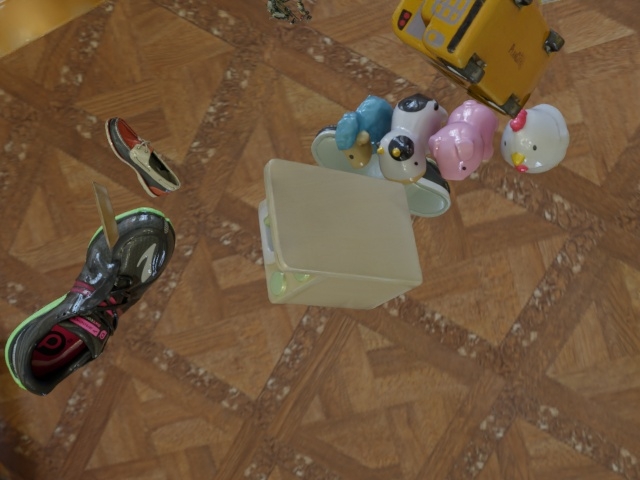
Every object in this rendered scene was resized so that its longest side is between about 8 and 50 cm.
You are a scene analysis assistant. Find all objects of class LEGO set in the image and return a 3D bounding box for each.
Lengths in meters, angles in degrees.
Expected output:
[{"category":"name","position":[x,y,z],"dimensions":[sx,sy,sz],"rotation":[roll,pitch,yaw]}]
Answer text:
[{"category":"LEGO set","position":[-0.045,-0.284,1.054],"dimensions":[0.023,0.083,0.054],"rotation":[-36,60,30]}]

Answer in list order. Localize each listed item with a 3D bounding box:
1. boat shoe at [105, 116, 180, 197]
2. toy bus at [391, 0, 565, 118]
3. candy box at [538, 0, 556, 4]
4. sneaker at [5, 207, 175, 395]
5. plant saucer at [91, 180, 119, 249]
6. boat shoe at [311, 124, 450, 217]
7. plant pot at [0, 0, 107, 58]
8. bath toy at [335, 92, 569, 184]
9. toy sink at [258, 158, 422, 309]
[{"category":"boat shoe","position":[-0.247,-0.118,1.183],"dimensions":[0.043,0.049,0.137],"rotation":[-14,126,27]},{"category":"toy bus","position":[0.182,-0.228,0.959],"dimensions":[0.130,0.333,0.108],"rotation":[37,102,22]},{"category":"candy box","position":[0.453,-0.428,1.372],"dimensions":[0.206,0.105,0.027],"rotation":[-10,85,16]},{"category":"sneaker","position":[-0.469,0.142,1.809],"dimensions":[0.185,0.202,0.482],"rotation":[37,94,-34]},{"category":"plant saucer","position":[-0.249,-0.031,0.991],"dimensions":[0.015,0.083,0.083],"rotation":[-15,99,-15]},{"category":"boat shoe","position":[0.112,-0.141,1.579],"dimensions":[0.303,0.091,0.114],"rotation":[29,133,-29]},{"category":"plant pot","position":[-0.390,-0.352,1.079],"dimensions":[0.205,0.205,0.188],"rotation":[-23,111,16]},{"category":"bath toy","position":[0.200,-0.157,1.308],"dimensions":[0.348,0.129,0.151],"rotation":[7,84,34]},{"category":"toy sink","position":[0.000,0.000,1.148],"dimensions":[0.131,0.234,0.152],"rotation":[-33,59,46]}]
